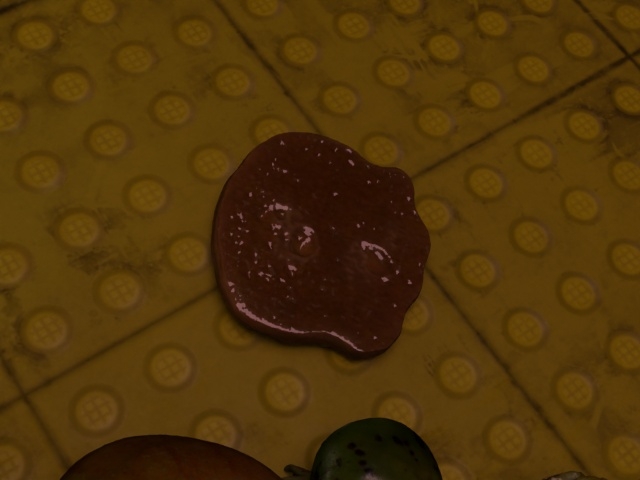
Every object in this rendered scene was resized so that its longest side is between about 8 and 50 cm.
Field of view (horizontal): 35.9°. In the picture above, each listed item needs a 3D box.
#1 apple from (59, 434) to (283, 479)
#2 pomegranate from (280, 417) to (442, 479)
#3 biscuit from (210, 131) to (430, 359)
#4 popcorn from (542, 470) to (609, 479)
[{"bbox_3d":[-0.183,0.430,1.211,0.400,0.333,0.400,12,55,-18],"label":"apple"},{"bbox_3d":[0.057,0.358,1.409,0.263,0.211,0.211,-7,52,37],"label":"pomegranate"},{"bbox_3d":[0.000,0.001,1.644,0.365,0.062,0.385,17,61,-4],"label":"biscuit"},{"bbox_3d":[0.353,0.437,1.400,0.221,0.204,0.184,-47,52,-9],"label":"popcorn"}]
